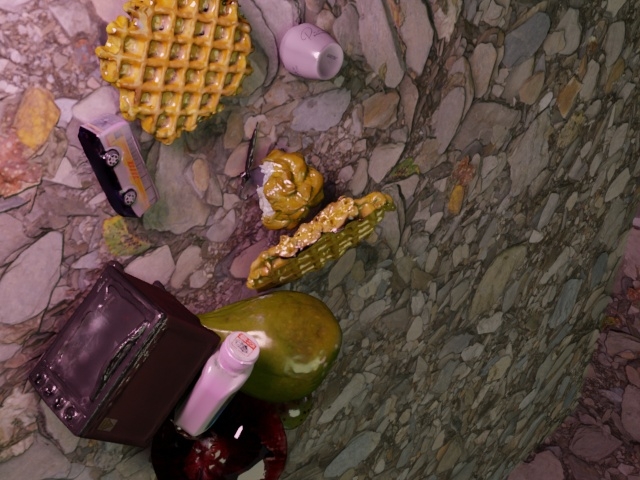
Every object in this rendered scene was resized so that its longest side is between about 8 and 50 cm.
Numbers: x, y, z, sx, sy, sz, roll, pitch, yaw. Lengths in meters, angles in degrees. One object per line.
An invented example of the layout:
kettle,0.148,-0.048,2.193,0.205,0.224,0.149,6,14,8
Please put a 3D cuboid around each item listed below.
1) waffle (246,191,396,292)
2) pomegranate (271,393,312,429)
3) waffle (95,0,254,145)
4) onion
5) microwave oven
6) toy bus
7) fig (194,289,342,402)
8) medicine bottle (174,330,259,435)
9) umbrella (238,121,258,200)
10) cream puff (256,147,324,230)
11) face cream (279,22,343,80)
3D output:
waffle,0.002,0.003,1.445,0.312,0.060,0.307,-40,165,27
pomegranate,-0.093,0.370,1.690,0.129,0.159,0.129,17,62,-36
waffle,-0.208,-0.277,1.117,0.254,0.052,0.245,-44,141,-16
onion,-0.204,0.406,1.450,0.273,0.273,0.285,-48,164,-11
microwave oven,-0.328,0.190,1.221,0.247,0.178,0.188,-56,144,-1
toy bus,-0.304,-0.113,1.126,0.072,0.057,0.172,-43,143,-27
fig,-0.120,0.177,1.450,0.233,0.314,0.233,-57,178,-3
medicine bottle,-0.178,0.246,1.302,0.219,0.078,0.115,-54,180,37
umbrella,-0.131,-0.142,1.333,0.022,0.022,0.148,1,111,-23
cream puff,-0.054,-0.085,1.360,0.121,0.156,0.156,0,121,-14
face cream,-0.015,-0.319,1.262,0.091,0.095,0.091,-29,136,-32
